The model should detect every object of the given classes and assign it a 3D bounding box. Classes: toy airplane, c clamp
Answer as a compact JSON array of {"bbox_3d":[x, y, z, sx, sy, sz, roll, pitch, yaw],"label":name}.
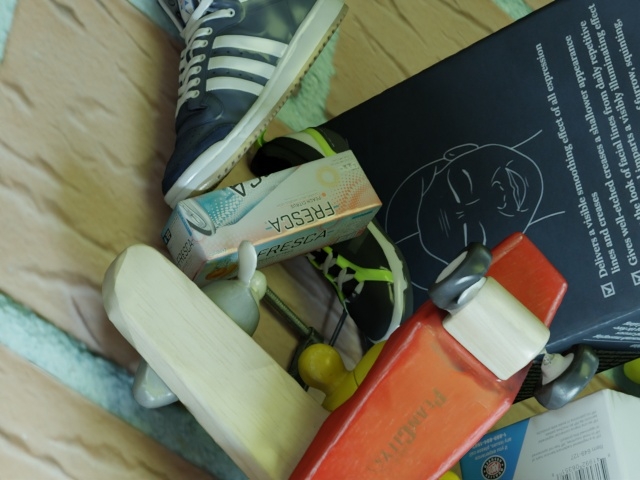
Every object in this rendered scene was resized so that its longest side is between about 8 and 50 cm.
[{"bbox_3d":[0.022,0.189,1.446,0.385,0.272,0.386,-1,82,-15],"label":"toy airplane"},{"bbox_3d":[-0.044,0.071,1.601,0.161,0.022,0.137,43,44,-29],"label":"c clamp"}]

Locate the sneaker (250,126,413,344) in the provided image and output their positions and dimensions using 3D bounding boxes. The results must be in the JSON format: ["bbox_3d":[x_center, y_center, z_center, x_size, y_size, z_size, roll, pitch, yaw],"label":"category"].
[{"bbox_3d":[0.000,0.000,1.651,0.097,0.084,0.234,-10,62,-32],"label":"sneaker"}]

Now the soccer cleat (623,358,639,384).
[{"bbox_3d":[0.470,0.104,2.062,0.289,0.093,0.121,-9,118,-24],"label":"soccer cleat"}]

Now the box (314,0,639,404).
[{"bbox_3d":[0.228,-0.036,1.679,0.212,0.395,0.293,6,65,-50],"label":"box"}]

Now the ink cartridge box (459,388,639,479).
[{"bbox_3d":[0.251,0.276,1.589,0.168,0.171,0.232,19,55,-45],"label":"ink cartridge box"}]

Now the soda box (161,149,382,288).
[{"bbox_3d":[-0.041,-0.019,1.558,0.183,0.058,0.063,-18,68,-31],"label":"soda box"}]

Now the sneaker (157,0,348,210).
[{"bbox_3d":[-0.102,-0.159,1.607,0.153,0.099,0.282,38,55,-7],"label":"sneaker"}]
